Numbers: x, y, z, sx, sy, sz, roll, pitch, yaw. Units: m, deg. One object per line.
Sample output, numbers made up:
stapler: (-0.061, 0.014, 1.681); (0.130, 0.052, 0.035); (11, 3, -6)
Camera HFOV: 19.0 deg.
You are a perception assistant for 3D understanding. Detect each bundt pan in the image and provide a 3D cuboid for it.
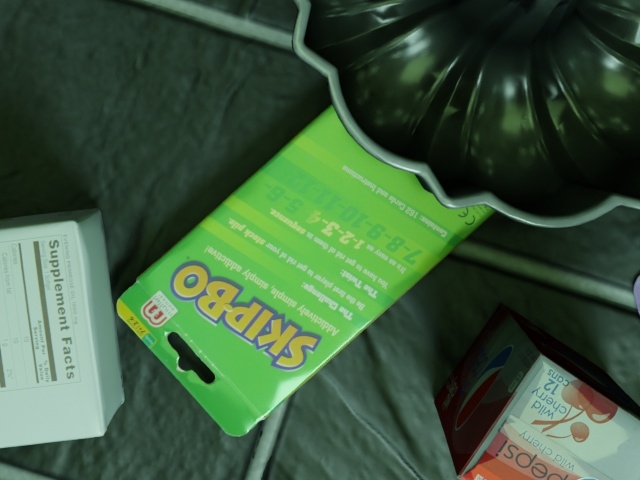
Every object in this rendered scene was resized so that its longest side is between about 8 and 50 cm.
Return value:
bundt pan: (0.126, -0.169, 1.170); (0.331, 0.124, 0.331); (0, 88, -9)

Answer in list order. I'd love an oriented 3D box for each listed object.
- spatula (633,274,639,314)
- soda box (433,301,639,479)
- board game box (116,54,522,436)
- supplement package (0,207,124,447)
spatula: (0.278, 0.158, 1.254); (0.084, 0.030, 0.296); (-13, 93, -1)
soda box: (0.130, 0.106, 1.136); (0.092, 0.263, 0.083); (33, 93, -1)
board game box: (0.000, 0.000, 1.245); (0.259, 0.039, 0.124); (-42, 92, 0)
supplement package: (-0.255, 0.062, 1.199); (0.244, 0.139, 0.134); (-7, 94, 0)
